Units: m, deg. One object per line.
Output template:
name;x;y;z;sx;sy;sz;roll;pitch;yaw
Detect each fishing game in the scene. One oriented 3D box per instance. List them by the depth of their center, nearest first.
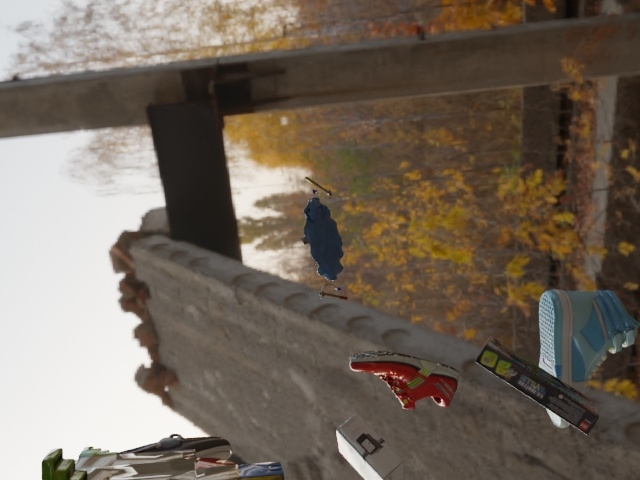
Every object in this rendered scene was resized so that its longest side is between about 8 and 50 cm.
fishing game;0.000;0.000;1.546;0.189;0.041;0.264;18;-119;-65

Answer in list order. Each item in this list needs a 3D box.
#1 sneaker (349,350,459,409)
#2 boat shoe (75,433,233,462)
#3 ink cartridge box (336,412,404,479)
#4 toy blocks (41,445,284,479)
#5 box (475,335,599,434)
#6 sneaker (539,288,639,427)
sneaker;0.190;0.317;1.616;0.107;0.279;0.118;170;114;-68
boat shoe;-0.339;0.418;1.372;0.112;0.335;0.096;90;160;-56
ink cartridge box;0.106;0.457;1.525;0.150;0.063;0.109;41;153;33
toy blocks;-0.146;0.305;0.759;0.381;0.260;0.191;169;100;-81
box;0.361;0.238;1.204;0.036;0.207;0.114;-60;-15;9
sneaker;0.589;0.252;1.558;0.127;0.208;0.319;-112;16;-71
